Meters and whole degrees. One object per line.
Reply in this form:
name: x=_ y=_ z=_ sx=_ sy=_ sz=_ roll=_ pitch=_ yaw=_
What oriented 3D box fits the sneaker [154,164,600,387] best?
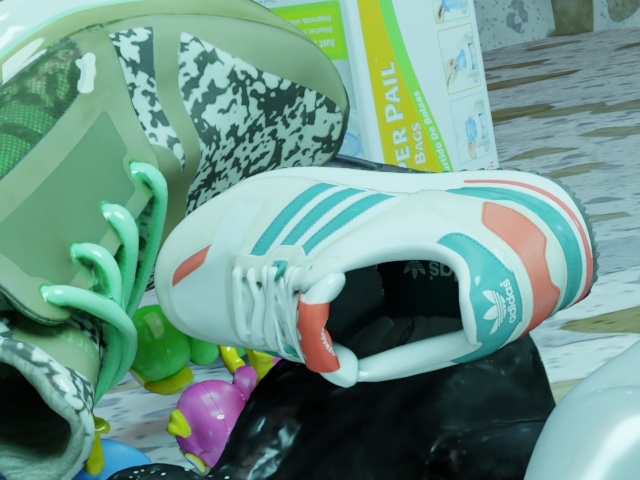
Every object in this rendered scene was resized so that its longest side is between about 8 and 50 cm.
sneaker: x=0.000 y=0.013 z=0.597 sx=0.161 sy=0.057 sz=0.075 roll=-3 pitch=17 yaw=35

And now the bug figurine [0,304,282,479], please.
bug figurine: x=-0.091 y=0.067 z=0.833 sx=0.216 sy=0.072 sz=0.279 roll=-19 pitch=15 yaw=-13

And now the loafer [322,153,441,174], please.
loafer: x=0.000 y=0.000 z=0.999 sx=0.095 sy=0.109 sz=0.302 roll=-40 pitch=29 yaw=-22

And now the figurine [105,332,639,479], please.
figurine: x=0.035 y=0.083 z=0.577 sx=0.209 sy=0.092 sz=0.215 roll=-27 pitch=18 yaw=-38

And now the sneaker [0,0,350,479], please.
sneaker: x=-0.119 y=0.028 z=0.695 sx=0.410 sy=0.158 sz=0.182 roll=-23 pitch=49 yaw=-40

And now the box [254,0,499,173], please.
box: x=0.024 y=-0.055 z=1.084 sx=0.114 sy=0.203 sz=0.103 roll=0 pitch=14 yaw=44
